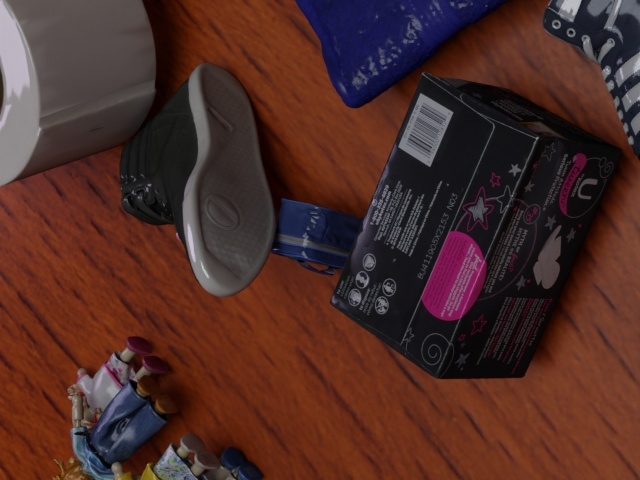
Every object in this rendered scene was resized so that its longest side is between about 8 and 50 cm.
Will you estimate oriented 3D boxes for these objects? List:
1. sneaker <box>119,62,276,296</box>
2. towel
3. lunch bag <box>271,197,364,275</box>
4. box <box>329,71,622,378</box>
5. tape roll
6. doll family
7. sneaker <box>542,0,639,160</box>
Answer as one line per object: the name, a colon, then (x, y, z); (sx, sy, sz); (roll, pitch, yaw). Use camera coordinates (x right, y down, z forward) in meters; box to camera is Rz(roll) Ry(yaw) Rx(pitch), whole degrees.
sneaker: (-0.132, -0.032, 1.933); (0.147, 0.104, 0.296); (-41, 39, 33)
towel: (0.103, -0.298, 1.836); (0.308, 0.076, 0.228); (-35, 70, 28)
lunch bag: (0.000, 0.000, 1.914); (0.067, 0.098, 0.065); (14, 89, 44)
box: (0.145, -0.012, 1.793); (0.163, 0.142, 0.247); (34, 109, 39)
tape roll: (-0.314, -0.192, 1.990); (0.246, 0.169, 0.246); (17, 118, 36)
doll family: (-0.203, 0.237, 2.028); (0.263, 0.118, 0.163); (48, 114, 16)
sneaker: (0.286, -0.143, 1.744); (0.153, 0.099, 0.282); (2, 90, 26)
